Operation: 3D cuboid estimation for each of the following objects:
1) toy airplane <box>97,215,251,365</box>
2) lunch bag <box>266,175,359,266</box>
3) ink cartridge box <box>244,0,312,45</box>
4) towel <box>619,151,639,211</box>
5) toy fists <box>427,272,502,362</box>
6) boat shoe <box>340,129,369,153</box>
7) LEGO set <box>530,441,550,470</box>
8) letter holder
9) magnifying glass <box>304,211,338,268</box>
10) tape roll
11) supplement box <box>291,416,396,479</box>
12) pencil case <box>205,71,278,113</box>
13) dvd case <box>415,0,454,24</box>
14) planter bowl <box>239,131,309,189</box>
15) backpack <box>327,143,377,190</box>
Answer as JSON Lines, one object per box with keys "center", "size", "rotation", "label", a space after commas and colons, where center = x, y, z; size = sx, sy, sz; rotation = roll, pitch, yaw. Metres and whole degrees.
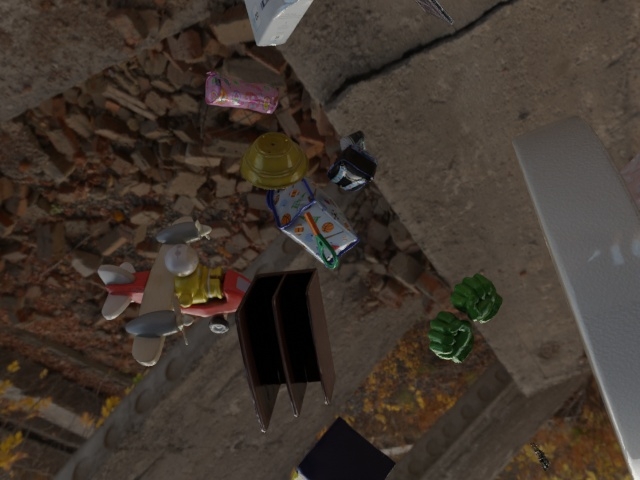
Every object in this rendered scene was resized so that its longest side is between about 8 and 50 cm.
{"center": [-0.411, 0.106, 1.282], "size": [0.384, 0.386, 0.272], "rotation": [-29, 153, -38], "label": "toy airplane"}
{"center": [-0.054, -0.124, 2.017], "size": [0.239, 0.385, 0.328], "rotation": [-38, 130, 13], "label": "lunch bag"}
{"center": [-0.100, -0.677, 1.058], "size": [0.091, 0.308, 0.385], "rotation": [-15, -179, -22], "label": "ink cartridge box"}
{"center": [0.709, -0.155, 0.888], "size": [0.053, 0.332, 0.317], "rotation": [27, 121, 1], "label": "towel"}
{"center": [0.431, 0.232, 1.405], "size": [0.142, 0.096, 0.279], "rotation": [36, 88, -20], "label": "toy fists"}
{"center": [0.173, -0.367, 2.115], "size": [0.119, 0.121, 0.335], "rotation": [-29, 157, -4], "label": "boat shoe"}
{"center": [0.487, 0.473, 1.022], "size": [0.023, 0.054, 0.083], "rotation": [-27, 138, 10], "label": "LEGO set"}
{"center": [-0.070, 0.246, 1.043], "size": [0.151, 0.214, 0.302], "rotation": [-6, 108, 10], "label": "letter holder"}
{"center": [0.000, 0.000, 1.752], "size": [0.026, 0.231, 0.092], "rotation": [-25, 178, -28], "label": "magnifying glass"}
{"center": [0.309, 0.055, 0.517], "size": [0.072, 0.392, 0.392], "rotation": [-19, 135, 24], "label": "tape roll"}
{"center": [0.033, 0.696, 1.286], "size": [0.194, 0.195, 0.357], "rotation": [34, 132, 21], "label": "supplement box"}
{"center": [-0.297, -0.554, 1.761], "size": [0.284, 0.124, 0.124], "rotation": [-2, 149, -42], "label": "pencil case"}
{"center": [0.342, -0.798, 1.541], "size": [0.164, 0.221, 0.018], "rotation": [30, 113, -33], "label": "dvd case"}
{"center": [-0.142, -0.265, 1.424], "size": [0.217, 0.217, 0.090], "rotation": [2, 143, -1], "label": "planter bowl"}
{"center": [0.117, -0.273, 1.812], "size": [0.158, 0.117, 0.173], "rotation": [29, 154, -16], "label": "backpack"}
